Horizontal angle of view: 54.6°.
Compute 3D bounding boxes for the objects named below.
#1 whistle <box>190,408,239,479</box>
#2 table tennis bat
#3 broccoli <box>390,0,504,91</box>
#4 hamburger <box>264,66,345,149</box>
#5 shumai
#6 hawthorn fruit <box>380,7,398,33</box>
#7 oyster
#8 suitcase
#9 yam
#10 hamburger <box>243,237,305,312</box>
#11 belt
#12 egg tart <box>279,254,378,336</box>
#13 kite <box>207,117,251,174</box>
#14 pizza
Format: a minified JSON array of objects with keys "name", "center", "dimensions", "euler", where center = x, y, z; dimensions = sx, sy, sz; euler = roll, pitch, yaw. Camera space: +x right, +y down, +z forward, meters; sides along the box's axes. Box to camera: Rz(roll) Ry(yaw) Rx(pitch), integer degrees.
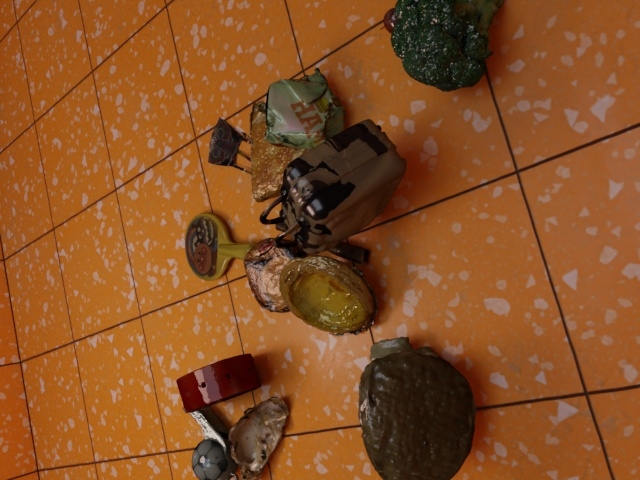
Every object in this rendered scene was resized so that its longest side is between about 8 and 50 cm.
[{"name":"whistle","center":[-0.350,0.667,1.960],"dimensions":[0.290,0.164,0.163],"euler":[39,114,33]},{"name":"table tennis bat","center":[-0.326,0.027,1.986],"dimensions":[0.369,0.054,0.224],"euler":[8,97,42]},{"name":"broccoli","center":[0.286,-0.470,1.379],"dimensions":[0.270,0.270,0.270],"euler":[-45,61,-2]},{"name":"hamburger","center":[-0.038,-0.353,1.675],"dimensions":[0.214,0.125,0.235],"euler":[2,68,5]},{"name":"shumai","center":[0.189,0.400,1.466],"dimensions":[0.288,0.292,0.329],"euler":[176,92,-69]},{"name":"hawthorn fruit","center":[0.184,-0.550,1.559],"dimensions":[0.103,0.067,0.066],"euler":[-159,74,-64]},{"name":"oyster","center":[-0.177,0.586,1.872],"dimensions":[0.166,0.094,0.294],"euler":[41,107,10]},{"name":"suitcase","center":[0.023,-0.092,1.467],"dimensions":[0.194,0.339,0.351],"euler":[56,166,12]},{"name":"yam","center":[0.000,0.000,1.727],"dimensions":[0.327,0.045,0.045],"euler":[21,135,38]},{"name":"hamburger","center":[-0.118,0.098,1.787],"dimensions":[0.231,0.107,0.230],"euler":[3,95,35]},{"name":"belt","center":[-0.310,0.436,1.876],"dimensions":[0.324,0.228,0.115],"euler":[-37,67,54]},{"name":"egg tart","center":[0.025,0.135,1.637],"dimensions":[0.279,0.095,0.278],"euler":[14,133,15]},{"name":"kite","center":[-0.260,-0.280,1.945],"dimensions":[0.286,0.015,0.152],"euler":[27,108,35]},{"name":"pizza","center":[-0.122,-0.286,1.800],"dimensions":[0.280,0.075,0.287],"euler":[-28,75,31]}]
